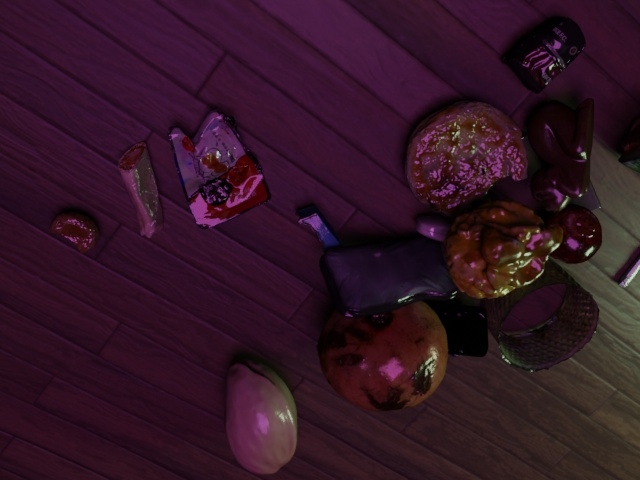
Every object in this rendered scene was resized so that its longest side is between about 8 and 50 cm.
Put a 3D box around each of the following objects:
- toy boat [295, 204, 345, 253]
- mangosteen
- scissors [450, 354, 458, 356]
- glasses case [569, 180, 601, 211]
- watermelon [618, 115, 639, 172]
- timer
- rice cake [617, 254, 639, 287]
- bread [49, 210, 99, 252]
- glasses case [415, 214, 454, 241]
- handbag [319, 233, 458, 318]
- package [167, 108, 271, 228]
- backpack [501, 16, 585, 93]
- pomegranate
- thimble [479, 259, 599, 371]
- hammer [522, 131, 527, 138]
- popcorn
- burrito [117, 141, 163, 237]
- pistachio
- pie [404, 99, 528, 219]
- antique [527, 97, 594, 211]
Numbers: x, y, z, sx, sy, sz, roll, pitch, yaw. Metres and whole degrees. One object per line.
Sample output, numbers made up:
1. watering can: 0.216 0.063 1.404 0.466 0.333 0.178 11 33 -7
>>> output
1. toy boat: 0.000 0.000 1.720 0.077 0.075 0.185 -34 120 8
2. mangosteen: 0.611 -0.013 1.738 0.146 0.181 0.156 -12 74 3
3. scissors: 0.440 0.200 1.894 0.109 0.022 0.300 37 107 -25
4. glasses case: 0.623 -0.147 1.729 0.072 0.042 0.190 -26 116 16
5. watermelon: 0.867 -0.224 1.665 0.292 0.319 0.222 26 146 -10
6. timer: 0.344 0.230 1.847 0.187 0.055 0.144 4 121 23
7. rice cake: 0.837 0.075 1.872 0.022 0.021 0.121 29 111 -7
8. bread: -0.571 -0.029 1.657 0.082 0.060 0.113 -39 116 14
9. glasses case: 0.348 -0.021 1.736 0.233 0.092 0.059 10 108 -10
10. handbag: 0.173 0.077 1.682 0.332 0.191 0.075 -10 145 -19
11. package: -0.242 -0.166 1.625 0.194 0.071 0.269 -18 129 6
12. backpack: 0.500 -0.413 1.549 0.120 0.106 0.165 39 110 -17
13. pomegranate: 0.153 0.268 1.743 0.322 0.322 0.322 -2 116 -5
14. thimble: 0.555 0.188 1.813 0.271 0.150 0.270 -5 118 -9
15. hammer: 0.418 -0.211 1.688 0.178 0.021 0.065 -35 114 11
16. popcorn: 0.413 0.016 1.589 0.251 0.237 0.206 -14 103 40
17. burrito: -0.410 -0.108 1.628 0.060 0.087 0.226 12 126 31
18. pistachio: -0.164 0.466 1.876 0.226 0.208 0.331 7 117 40
19. pie: 0.339 -0.184 1.645 0.303 0.067 0.302 -2 116 -5
20. antique: 0.549 -0.196 1.625 0.143 0.121 0.256 3 100 27
